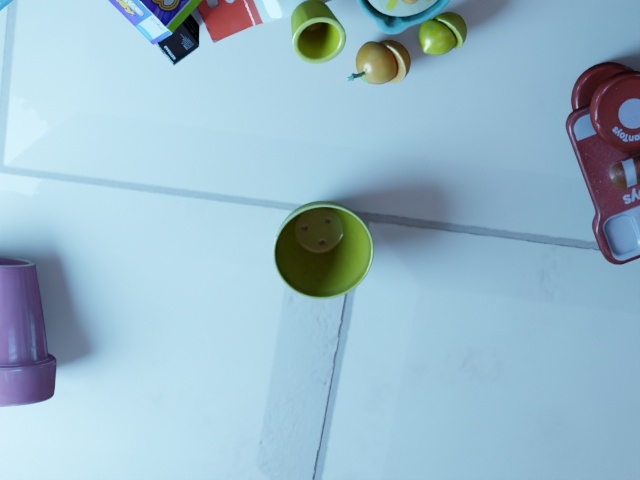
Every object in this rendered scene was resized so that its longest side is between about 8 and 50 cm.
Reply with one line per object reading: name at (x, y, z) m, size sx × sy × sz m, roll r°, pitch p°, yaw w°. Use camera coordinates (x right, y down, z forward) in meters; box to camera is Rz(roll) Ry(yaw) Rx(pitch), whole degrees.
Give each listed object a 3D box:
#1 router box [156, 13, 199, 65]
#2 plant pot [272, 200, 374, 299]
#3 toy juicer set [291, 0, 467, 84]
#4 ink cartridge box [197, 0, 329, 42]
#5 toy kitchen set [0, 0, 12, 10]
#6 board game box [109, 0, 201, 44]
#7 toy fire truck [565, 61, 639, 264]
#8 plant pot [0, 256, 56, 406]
router box at (-0.219, -0.311, 1.660) m, size 0.046 × 0.133 × 0.179 m, roll -35°, pitch 108°, yaw 8°
plant pot at (0.000, 0.000, 1.809) m, size 0.134 × 0.095 × 0.134 m, roll -2°, pitch 110°, yaw -4°
toy juicer set at (0.133, -0.312, 1.672) m, size 0.209 × 0.089 × 0.329 m, roll 31°, pitch 117°, yaw -34°
ink cartridge box at (-0.083, -0.347, 1.706) m, size 0.179 × 0.045 × 0.145 m, roll -23°, pitch 109°, yaw 1°
toy kitchen set at (-0.414, -0.395, 1.621) m, size 0.166 × 0.122 × 0.207 m, roll -37°, pitch 108°, yaw 9°
board game box at (-0.160, -0.437, 1.566) m, size 0.233 × 0.078 × 0.347 m, roll 44°, pitch 72°, yaw -17°
toy fire truck at (0.476, -0.128, 1.743) m, size 0.302 × 0.169 × 0.254 m, roll -20°, pitch 102°, yaw 4°
plant pot at (-0.449, 0.115, 1.776) m, size 0.201 × 0.201 × 0.180 m, roll 4°, pitch 95°, yaw -6°
